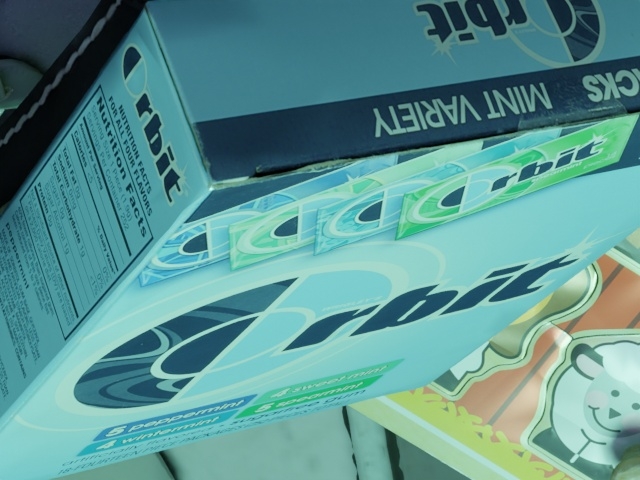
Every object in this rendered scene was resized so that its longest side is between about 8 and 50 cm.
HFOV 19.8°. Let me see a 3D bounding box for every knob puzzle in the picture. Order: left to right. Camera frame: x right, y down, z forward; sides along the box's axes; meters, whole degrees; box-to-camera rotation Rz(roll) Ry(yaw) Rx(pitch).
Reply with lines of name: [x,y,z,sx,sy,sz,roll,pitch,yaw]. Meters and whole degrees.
knob puzzle: [0.089,0.009,0.540,0.213,0.030,0.213,6,120,11]

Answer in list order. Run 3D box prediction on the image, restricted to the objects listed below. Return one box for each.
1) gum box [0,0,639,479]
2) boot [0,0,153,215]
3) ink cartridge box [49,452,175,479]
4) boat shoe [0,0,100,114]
gum box: [0.000,0.000,0.428,0.184,0.157,0.041,-43,63,54]
boot: [-0.027,-0.120,0.436,0.236,0.085,0.179,-38,80,25]
ink cartridge box: [-0.163,0.121,0.599,0.203,0.148,0.086,-21,110,23]
boat shoe: [-0.112,-0.061,0.520,0.227,0.081,0.079,-3,118,16]
